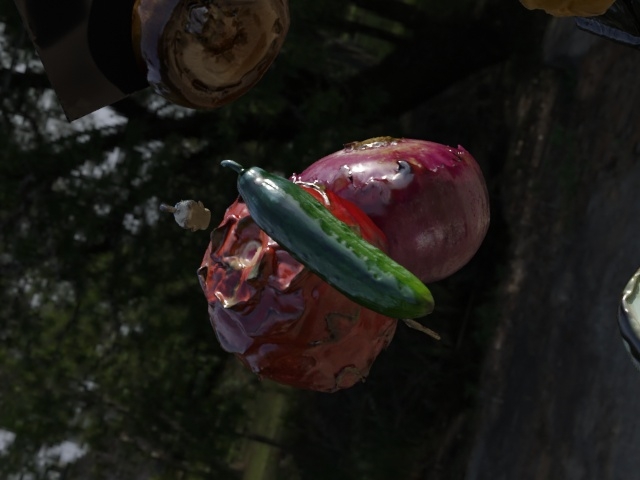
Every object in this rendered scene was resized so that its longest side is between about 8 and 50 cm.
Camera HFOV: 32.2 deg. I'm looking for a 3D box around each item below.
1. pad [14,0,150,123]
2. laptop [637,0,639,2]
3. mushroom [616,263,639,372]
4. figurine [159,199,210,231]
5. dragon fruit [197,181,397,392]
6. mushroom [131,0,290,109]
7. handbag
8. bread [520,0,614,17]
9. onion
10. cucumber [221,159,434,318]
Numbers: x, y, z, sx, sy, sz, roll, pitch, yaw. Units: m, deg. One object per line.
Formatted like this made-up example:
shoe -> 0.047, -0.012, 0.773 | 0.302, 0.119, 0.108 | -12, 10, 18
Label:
pad -> -0.282, -0.324, 1.646 | 0.005, 0.299, 0.202 | 14, 130, 58
laptop -> 0.287, -0.297, 0.991 | 0.154, 0.207, 0.026 | -40, -16, -17
mushroom -> 0.597, 0.160, 1.646 | 0.247, 0.344, 0.130 | -44, -36, -27
figurine -> -0.201, -0.041, 1.659 | 0.047, 0.050, 0.083 | -69, -20, -5
dragon fruit -> -0.023, 0.052, 1.267 | 0.241, 0.252, 0.241 | -42, 17, 17
mushroom -> -0.157, -0.314, 1.612 | 0.253, 0.153, 0.253 | -26, -40, -24
handbag -> 0.473, -0.431, 1.861 | 0.080, 0.223, 0.247 | -44, 33, -2
bread -> 0.284, -0.375, 1.361 | 0.211, 0.224, 0.184 | 102, -167, -57
onion -> 0.103, -0.024, 1.864 | 0.358, 0.358, 0.345 | 97, 179, -81
cucumber -> 0.000, 0.000, 0.990 | 0.056, 0.250, 0.056 | -38, -29, -26
